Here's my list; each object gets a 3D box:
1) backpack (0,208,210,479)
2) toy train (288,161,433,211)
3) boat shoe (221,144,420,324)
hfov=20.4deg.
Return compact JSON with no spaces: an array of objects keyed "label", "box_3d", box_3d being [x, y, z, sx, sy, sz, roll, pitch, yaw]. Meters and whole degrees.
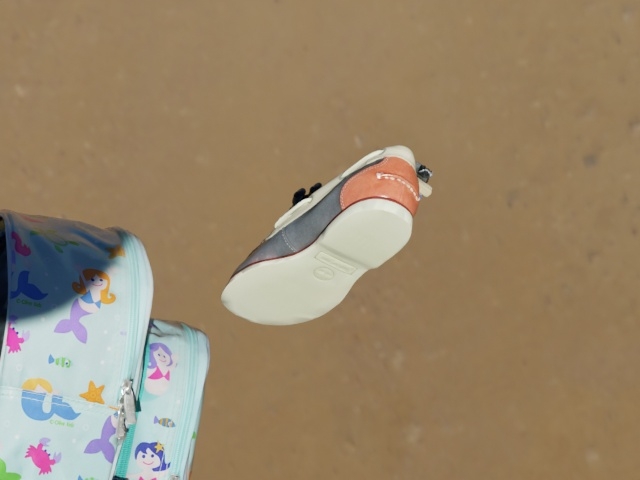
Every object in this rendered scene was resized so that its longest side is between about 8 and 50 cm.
[{"label":"backpack","box_3d":[-0.180,0.109,1.190,0.191,0.225,0.253,5,84,-19]},{"label":"toy train","box_3d":[0.025,-0.029,1.241,0.158,0.027,0.036,-15,46,54]},{"label":"boat shoe","box_3d":[0.000,0.000,0.863,0.137,0.049,0.043,-36,36,45]}]
